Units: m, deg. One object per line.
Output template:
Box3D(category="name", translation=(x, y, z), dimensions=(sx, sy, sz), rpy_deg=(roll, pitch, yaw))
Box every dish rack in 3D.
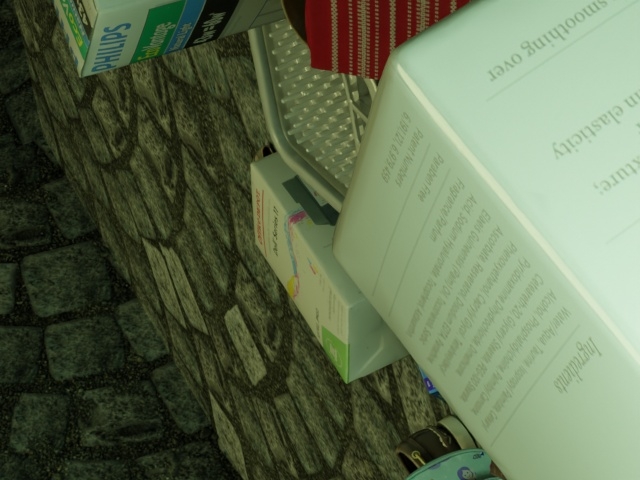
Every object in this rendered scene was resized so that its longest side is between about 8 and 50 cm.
Box3D(category="dish rack", translation=(0.024, -0.160, 2.023), dimensions=(0.333, 0.072, 0.285), rpy_deg=(43, 152, 46))

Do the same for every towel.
Box3D(category="towel", translation=(0.111, -0.220, 1.639), dimensions=(0.275, 0.031, 0.199), rpy_deg=(12, 142, 13))

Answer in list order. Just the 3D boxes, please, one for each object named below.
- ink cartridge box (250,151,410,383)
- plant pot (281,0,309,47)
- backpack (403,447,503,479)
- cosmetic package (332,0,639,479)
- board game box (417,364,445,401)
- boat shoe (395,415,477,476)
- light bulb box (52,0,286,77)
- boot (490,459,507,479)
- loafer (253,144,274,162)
Box3D(category="ink cartridge box", translation=(0.000, 0.000, 2.428), dimensions=(0.353, 0.119, 0.207), rpy_deg=(56, 161, 31))
Box3D(category="plant pot", translation=(0.079, -0.253, 1.702), dimensions=(0.236, 0.236, 0.032), rpy_deg=(86, -174, -49))
Box3D(category="backpack", translation=(0.194, 0.394, 2.172), dimensions=(0.253, 0.225, 0.191), rpy_deg=(57, 160, 22))
Box3D(category="cosmetic package", translation=(0.261, 0.011, 1.153), dimensions=(0.393, 0.329, 0.327), rpy_deg=(52, 161, 14))
Box3D(category="board game box", translation=(0.136, 0.117, 2.147), dimensions=(0.210, 0.047, 0.160), rpy_deg=(43, -155, -79))
Box3D(category="boat shoe", translation=(0.210, 0.408, 2.370), dimensions=(0.324, 0.097, 0.116), rpy_deg=(65, 164, 4))
Box3D(category="light bulb box", translation=(-0.135, -0.407, 1.811), dimensions=(0.225, 0.361, 0.357), rpy_deg=(134, 116, -73))
Box3D(category="boot", translation=(0.205, 0.160, 1.915), dimensions=(0.248, 0.090, 0.206), rpy_deg=(16, 96, 61))
Box3D(category="loafer", translation=(-0.070, -0.090, 2.668), dimensions=(0.125, 0.045, 0.039), rpy_deg=(64, 157, 18))
